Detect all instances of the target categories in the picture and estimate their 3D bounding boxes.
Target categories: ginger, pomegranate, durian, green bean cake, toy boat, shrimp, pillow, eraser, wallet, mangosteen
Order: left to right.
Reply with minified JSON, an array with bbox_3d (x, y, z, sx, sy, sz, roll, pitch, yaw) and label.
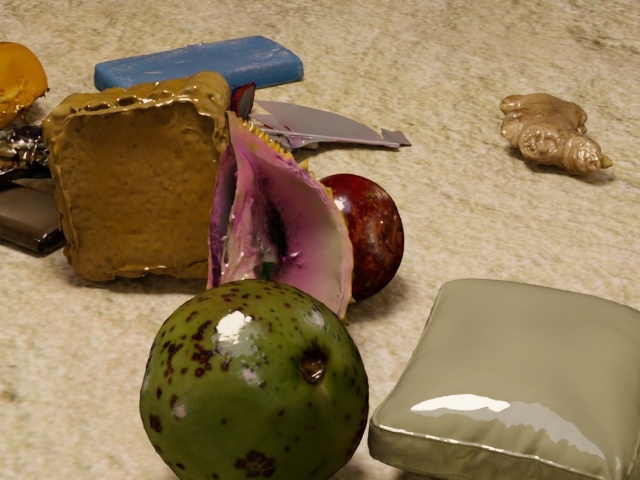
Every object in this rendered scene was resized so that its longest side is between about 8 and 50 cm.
[{"bbox_3d":[-0.392,-0.036,1.760,0.198,0.031,0.110,17,30,29],"label":"wallet"},{"bbox_3d":[-0.313,-0.092,1.803,0.365,0.071,0.233,-6,28,-40],"label":"shrimp"},{"bbox_3d":[-0.196,-0.073,1.614,0.230,0.224,0.131,-6,20,8],"label":"green bean cake"},{"bbox_3d":[-0.192,-0.270,2.212,0.312,0.042,0.144,-14,30,-27],"label":"eraser"},{"bbox_3d":[-0.075,0.146,1.277,0.214,0.214,0.248,-20,-4,-36],"label":"pomegranate"},{"bbox_3d":[-0.048,0.026,1.469,0.186,0.260,0.154,16,-9,0],"label":"durian"},{"bbox_3d":[-0.043,-0.179,2.020,0.318,0.072,0.219,-7,31,-22],"label":"toy boat"},{"bbox_3d":[0.009,-0.008,1.601,0.181,0.156,0.146,8,52,45],"label":"mangosteen"},{"bbox_3d":[0.202,0.139,1.335,0.255,0.120,0.322,11,27,16],"label":"pillow"},{"bbox_3d":[0.323,-0.147,1.963,0.137,0.074,0.213,-2,33,-5],"label":"ginger"}]

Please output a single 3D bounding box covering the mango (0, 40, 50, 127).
[{"bbox_3d":[-0.485,-0.230,2.036,0.154,0.126,0.252,-20,19,1],"label":"mango"}]
